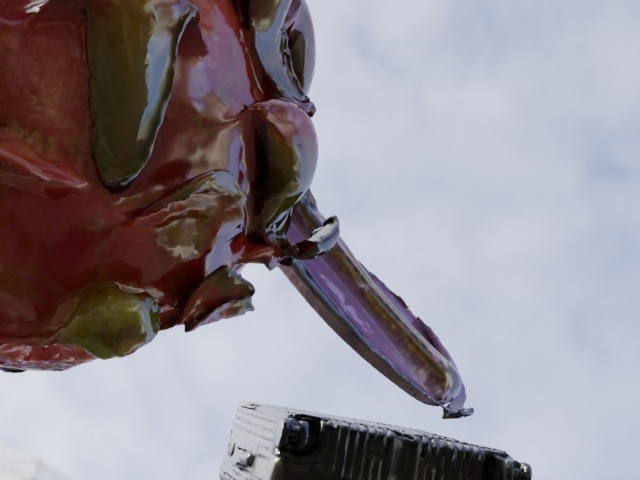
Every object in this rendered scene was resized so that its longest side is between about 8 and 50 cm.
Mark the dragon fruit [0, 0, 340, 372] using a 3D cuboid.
[{"bbox_3d":[-0.108,-0.078,0.659,0.228,0.307,0.243,2,-50,42],"label":"dragon fruit"}]

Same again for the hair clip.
[{"bbox_3d":[-0.001,0.000,1.073,0.096,0.110,0.358,-32,-98,-12],"label":"hair clip"}]

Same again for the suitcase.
[{"bbox_3d":[0.029,0.244,1.273,0.230,0.335,0.152,12,-96,-10],"label":"suitcase"}]
